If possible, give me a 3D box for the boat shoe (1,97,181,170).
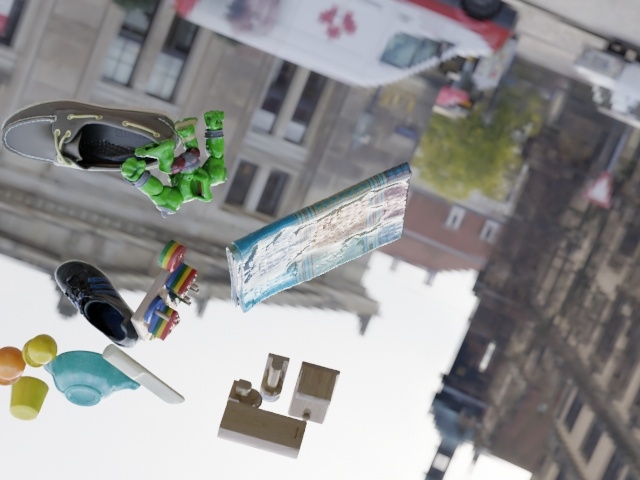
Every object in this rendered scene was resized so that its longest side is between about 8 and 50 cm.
[{"bbox_3d":[-0.384,-0.168,2.139,0.305,0.109,0.091,1,-153,5],"label":"boat shoe"}]

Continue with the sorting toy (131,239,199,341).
[{"bbox_3d":[-0.241,0.100,2.084,0.046,0.132,0.274,29,163,8],"label":"sorting toy"}]

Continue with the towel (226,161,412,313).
[{"bbox_3d":[0.000,0.000,2.443,0.040,0.370,0.271,60,167,23],"label":"towel"}]

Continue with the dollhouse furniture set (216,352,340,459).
[{"bbox_3d":[-0.066,0.260,1.849,0.144,0.123,0.151,15,-134,0],"label":"dollhouse furniture set"}]

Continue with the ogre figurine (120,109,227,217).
[{"bbox_3d":[-0.219,-0.117,2.071,0.097,0.118,0.197,-3,-152,32],"label":"ogre figurine"}]

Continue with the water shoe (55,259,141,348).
[{"bbox_3d":[-0.373,0.096,2.168,0.203,0.073,0.080,39,-179,20],"label":"water shoe"}]

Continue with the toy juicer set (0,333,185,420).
[{"bbox_3d":[-0.419,0.216,2.267,0.329,0.089,0.209,-7,139,14],"label":"toy juicer set"}]
